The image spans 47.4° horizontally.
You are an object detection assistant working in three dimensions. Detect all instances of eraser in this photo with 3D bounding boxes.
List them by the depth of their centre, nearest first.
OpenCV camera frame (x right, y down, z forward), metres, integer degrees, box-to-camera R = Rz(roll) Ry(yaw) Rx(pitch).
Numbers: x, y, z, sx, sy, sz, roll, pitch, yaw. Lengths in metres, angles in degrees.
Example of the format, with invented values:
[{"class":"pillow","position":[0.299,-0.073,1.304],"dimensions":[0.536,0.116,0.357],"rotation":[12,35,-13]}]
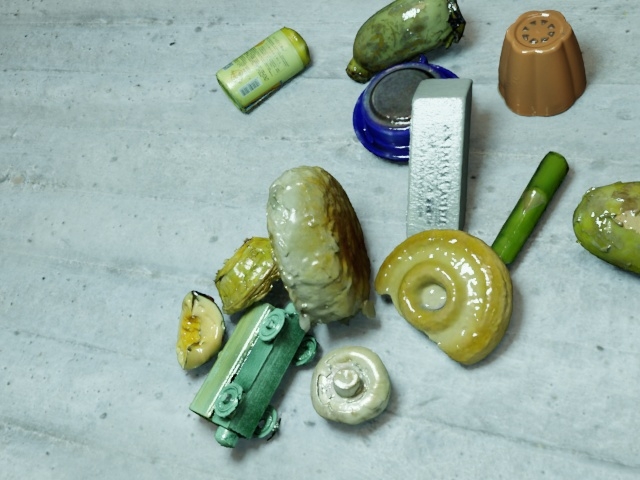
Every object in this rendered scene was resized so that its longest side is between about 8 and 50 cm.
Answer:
[{"class":"eraser","position":[0.240,-0.161,1.483],"dimensions":[0.112,0.077,0.352],"rotation":[3,91,22]}]

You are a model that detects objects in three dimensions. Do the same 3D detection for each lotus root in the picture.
[{"class":"lotus root","position":[0.183,-0.479,1.705],"dimensions":[0.309,0.173,0.173],"rotation":[-25,53,25]}]

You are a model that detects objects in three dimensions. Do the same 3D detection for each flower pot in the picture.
[{"class":"flower pot","position":[0.469,-0.388,1.553],"dimensions":[0.191,0.173,0.190],"rotation":[-9,56,13]}]

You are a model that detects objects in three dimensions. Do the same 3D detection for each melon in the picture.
[{"class":"melon","position":[-0.252,0.185,1.514],"dimensions":[0.128,0.079,0.160],"rotation":[-4,80,62]}]

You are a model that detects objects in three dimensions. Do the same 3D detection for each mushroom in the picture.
[{"class":"mushroom","position":[0.052,0.265,1.334],"dimensions":[0.154,0.122,0.154],"rotation":[-6,65,14]}]

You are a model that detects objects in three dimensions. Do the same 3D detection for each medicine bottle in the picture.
[{"class":"medicine bottle","position":[-0.138,-0.436,1.833],"dimensions":[0.239,0.124,0.124],"rotation":[-36,55,-5]}]

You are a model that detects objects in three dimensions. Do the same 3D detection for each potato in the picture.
[{"class":"potato","position":[0.604,-0.021,1.298],"dimensions":[0.298,0.141,0.175],"rotation":[7,72,24]}]

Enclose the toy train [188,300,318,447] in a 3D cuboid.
[{"class":"toy train","position":[-0.129,0.256,1.424],"dimensions":[0.190,0.126,0.307],"rotation":[-3,53,56]}]

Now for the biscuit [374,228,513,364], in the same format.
[{"class":"biscuit","position":[0.238,0.084,1.372],"dimensions":[0.274,0.091,0.213],"rotation":[36,98,36]}]

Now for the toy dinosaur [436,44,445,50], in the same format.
[{"class":"toy dinosaur","position":[0.289,-0.501,1.770],"dimensions":[0.047,0.030,0.083],"rotation":[-5,58,15]}]

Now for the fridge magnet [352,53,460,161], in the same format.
[{"class":"fridge magnet","position":[0.197,-0.295,1.627],"dimensions":[0.266,0.112,0.265],"rotation":[-10,59,17]}]

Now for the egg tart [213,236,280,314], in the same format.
[{"class":"egg tart","position":[-0.146,0.059,1.493],"dimensions":[0.213,0.090,0.212],"rotation":[-42,13,12]}]

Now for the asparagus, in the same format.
[{"class":"asparagus","position":[0.409,-0.056,1.437],"dimensions":[0.060,0.067,0.277],"rotation":[33,77,2]}]

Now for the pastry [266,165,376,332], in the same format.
[{"class":"pastry","position":[0.000,0.000,1.404],"dimensions":[0.137,0.329,0.329],"rotation":[-15,56,15]}]
